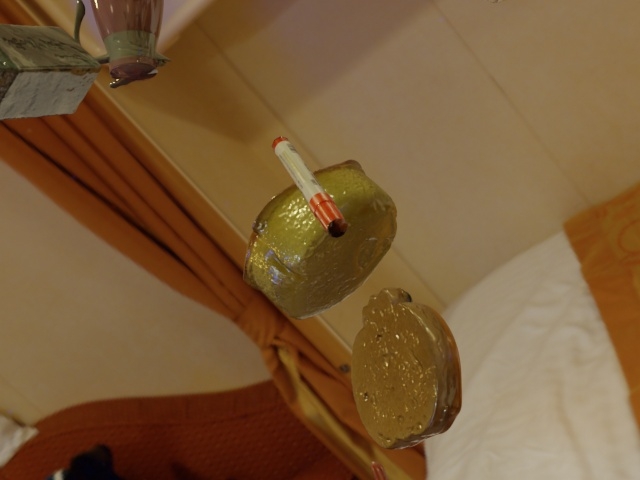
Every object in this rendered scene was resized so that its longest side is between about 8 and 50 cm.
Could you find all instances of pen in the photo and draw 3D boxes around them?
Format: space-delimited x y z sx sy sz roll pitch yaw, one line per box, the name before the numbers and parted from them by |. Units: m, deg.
pen | -0.016 -0.069 0.983 0.028 0.028 0.239 -41 34 6

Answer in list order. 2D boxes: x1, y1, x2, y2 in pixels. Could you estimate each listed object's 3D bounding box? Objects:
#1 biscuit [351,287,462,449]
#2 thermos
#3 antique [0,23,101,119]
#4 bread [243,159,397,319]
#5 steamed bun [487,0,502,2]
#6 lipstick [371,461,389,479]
biscuit | 0.090 0.130 0.862 0.050 0.170 0.170 0 -7 -29
thermos | -0.377 -0.432 1.559 0.177 0.264 0.146 -4 -9 -6
antique | -0.376 -0.213 1.042 0.086 0.088 0.183 -50 -7 22
bread | 0.000 0.000 1.331 0.270 0.148 0.269 -34 -30 -23
steamed bun | 0.224 -0.425 1.024 0.200 0.250 0.155 -32 -8 0
lipstick | 0.094 0.342 1.053 0.030 0.129 0.030 -30 -12 38
